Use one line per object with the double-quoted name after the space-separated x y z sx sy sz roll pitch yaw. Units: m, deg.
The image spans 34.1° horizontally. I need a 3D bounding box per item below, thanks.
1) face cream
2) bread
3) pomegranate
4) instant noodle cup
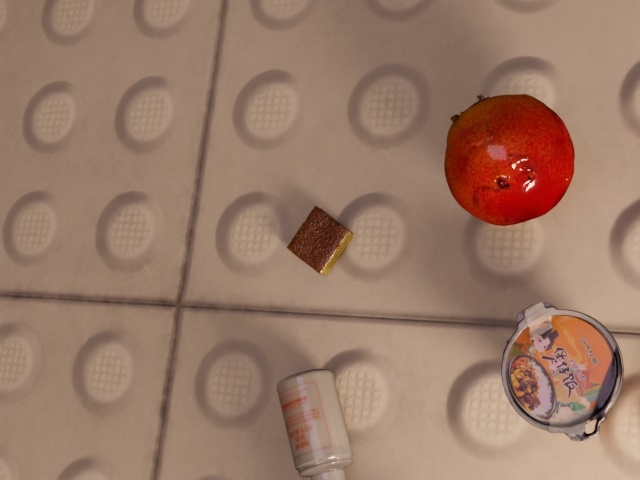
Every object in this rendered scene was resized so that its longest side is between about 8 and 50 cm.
0.001 0.344 1.718 0.101 0.101 0.252 -21 69 19 "face cream"
0.000 0.000 1.843 0.090 0.035 0.094 36 94 28 "bread"
0.291 -0.134 1.649 0.210 0.210 0.235 -41 39 11 "pomegranate"
0.373 0.201 1.565 0.177 0.125 0.208 -12 72 23 "instant noodle cup"
